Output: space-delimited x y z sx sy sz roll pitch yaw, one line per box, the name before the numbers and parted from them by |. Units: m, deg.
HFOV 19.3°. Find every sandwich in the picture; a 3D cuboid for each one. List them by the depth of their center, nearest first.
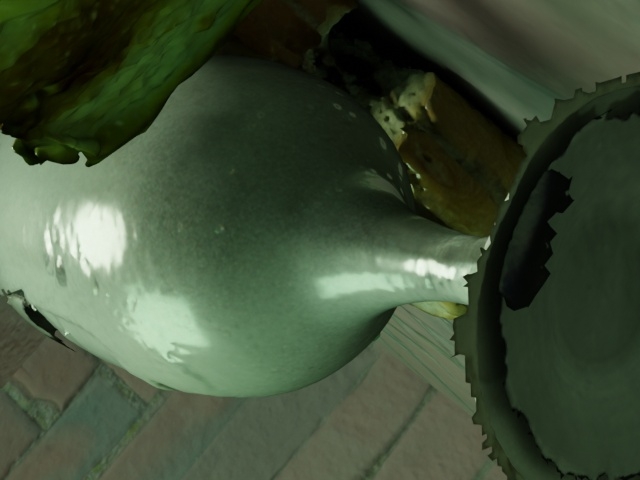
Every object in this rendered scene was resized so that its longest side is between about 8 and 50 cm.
sandwich | -0.031 -0.081 0.917 0.273 0.095 0.249 41 176 -23

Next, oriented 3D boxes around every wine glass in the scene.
wine glass | 0.000 0.000 0.676 0.321 0.143 0.143 13 156 51

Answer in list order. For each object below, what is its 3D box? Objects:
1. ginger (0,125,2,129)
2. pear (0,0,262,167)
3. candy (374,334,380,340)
ginger | -0.208 -0.139 1.105 0.269 0.200 0.223 41 180 -3
pear | -0.129 -0.160 0.568 0.255 0.164 0.238 44 -174 12
candy | -0.037 0.019 1.035 0.091 0.083 0.305 33 -178 28
